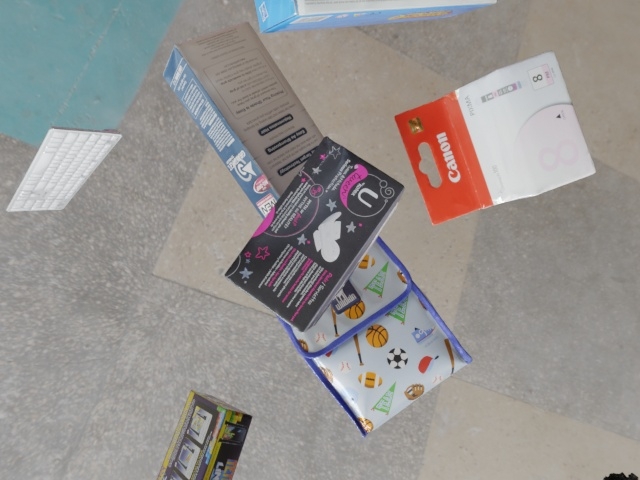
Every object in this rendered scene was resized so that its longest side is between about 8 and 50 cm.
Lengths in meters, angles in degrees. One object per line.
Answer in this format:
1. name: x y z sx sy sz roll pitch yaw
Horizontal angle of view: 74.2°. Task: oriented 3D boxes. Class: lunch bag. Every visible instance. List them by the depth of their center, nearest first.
1. lunch bag: 0.115 0.214 1.045 0.328 0.239 0.385 -35 89 1

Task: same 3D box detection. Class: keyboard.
1. keyboard: -0.335 -0.082 0.539 0.072 0.256 0.014 -16 85 -47

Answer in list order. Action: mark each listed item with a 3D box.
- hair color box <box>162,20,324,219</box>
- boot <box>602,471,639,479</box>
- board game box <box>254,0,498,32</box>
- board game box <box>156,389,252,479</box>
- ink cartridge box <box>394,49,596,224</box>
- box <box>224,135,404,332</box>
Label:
1. hair color box: -0.121 -0.221 0.816 0.174 0.105 0.347 -39 99 -33
2. boot: 0.281 0.260 0.340 0.045 0.121 0.099 -30 93 15
3. board game box: 0.056 -0.404 0.455 0.309 0.086 0.301 -20 111 -28
4. board game box: -0.178 0.324 0.623 0.048 0.141 0.170 29 69 -31
5. ink cartridge box: 0.253 -0.145 0.624 0.233 0.066 0.188 -20 92 -1
6. box: 0.000 0.000 0.653 0.142 0.163 0.247 36 87 9
